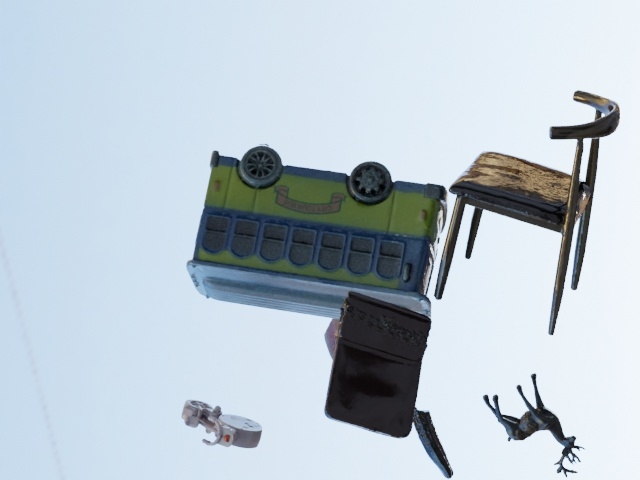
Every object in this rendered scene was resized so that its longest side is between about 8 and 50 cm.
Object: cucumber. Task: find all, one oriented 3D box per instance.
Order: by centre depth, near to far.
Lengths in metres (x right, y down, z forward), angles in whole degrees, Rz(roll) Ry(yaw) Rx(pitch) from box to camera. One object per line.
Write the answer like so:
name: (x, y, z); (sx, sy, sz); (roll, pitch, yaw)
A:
cucumber: (0.185, 0.337, 2.496); (0.033, 0.034, 0.134); (3, -114, -84)

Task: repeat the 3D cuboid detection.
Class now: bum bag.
bum bag: (0.066, 0.141, 1.704); (0.026, 0.109, 0.159); (125, 159, -60)

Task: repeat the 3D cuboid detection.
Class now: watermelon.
watermelon: (0.055, 0.141, 2.201); (0.072, 0.092, 0.084); (103, 151, -63)

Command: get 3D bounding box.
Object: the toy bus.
toy bus: (0.000, 0.000, 1.935); (0.152, 0.312, 0.190); (81, -161, -70)

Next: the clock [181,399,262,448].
clock: (-0.146, 0.257, 2.101); (0.087, 0.129, 0.041); (-1, -72, -59)

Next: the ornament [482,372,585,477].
ornament: (0.237, 0.209, 1.634); (0.125, 0.073, 0.028); (54, -149, -9)

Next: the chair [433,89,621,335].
chair: (0.255, -0.056, 1.839); (0.188, 0.166, 0.272); (-43, -32, -63)
